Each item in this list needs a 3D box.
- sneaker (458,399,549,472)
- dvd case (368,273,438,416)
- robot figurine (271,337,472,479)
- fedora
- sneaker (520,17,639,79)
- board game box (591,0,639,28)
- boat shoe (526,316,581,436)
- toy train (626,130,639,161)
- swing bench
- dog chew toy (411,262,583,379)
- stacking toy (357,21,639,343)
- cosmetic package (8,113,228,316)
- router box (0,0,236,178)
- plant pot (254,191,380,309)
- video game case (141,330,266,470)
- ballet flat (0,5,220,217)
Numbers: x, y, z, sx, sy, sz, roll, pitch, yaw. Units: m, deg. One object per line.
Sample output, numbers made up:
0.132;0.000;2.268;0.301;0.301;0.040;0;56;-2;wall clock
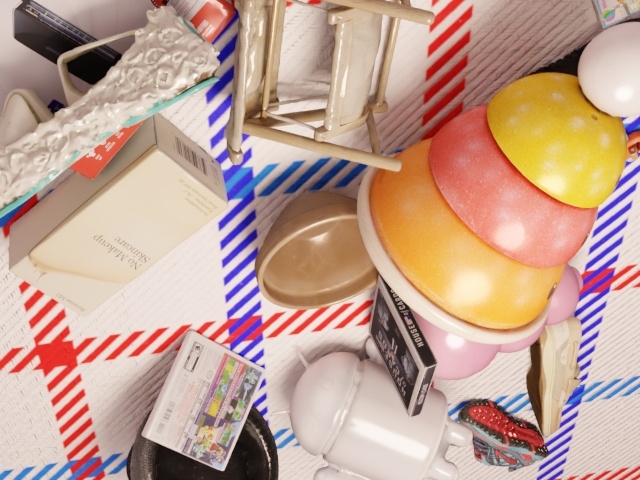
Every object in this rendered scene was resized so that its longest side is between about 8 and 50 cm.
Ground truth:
0.361;0.425;2.126;0.262;0.104;0.125;32;119;-34;sneaker
0.135;0.178;1.718;0.029;0.179;0.239;-19;154;-12;dvd case
0.094;0.331;1.874;0.353;0.300;0.200;24;165;-3;robot figurine
-0.241;0.426;1.919;0.152;0.334;0.334;-12;145;45;fedora
0.438;-0.239;1.552;0.283;0.107;0.124;-21;147;27;sneaker
0.432;-0.391;1.466;0.103;0.026;0.154;-25;132;9;board game box
0.468;0.271;2.016;0.098;0.109;0.302;-11;127;-3;boat shoe
0.515;-0.194;1.649;0.125;0.046;0.166;-26;132;9;toy train
0.000;-0.246;1.403;0.254;0.165;0.253;3;131;-9;swing bench
0.299;0.115;1.778;0.332;0.206;0.207;-16;133;-9;dog chew toy
0.304;-0.109;1.421;0.350;0.351;0.480;16;136;-26;stacking toy
-0.307;-0.037;1.545;0.309;0.113;0.160;-37;129;18;cosmetic package
-0.333;-0.276;1.343;0.301;0.082;0.335;29;119;-33;router box
0.000;0.000;1.638;0.237;0.110;0.237;-14;144;-11;plant pot
-0.205;0.288;1.831;0.183;0.023;0.201;34;72;-35;video game case
-0.319;-0.168;1.323;0.409;0.147;0.147;-31;131;10;ballet flat
